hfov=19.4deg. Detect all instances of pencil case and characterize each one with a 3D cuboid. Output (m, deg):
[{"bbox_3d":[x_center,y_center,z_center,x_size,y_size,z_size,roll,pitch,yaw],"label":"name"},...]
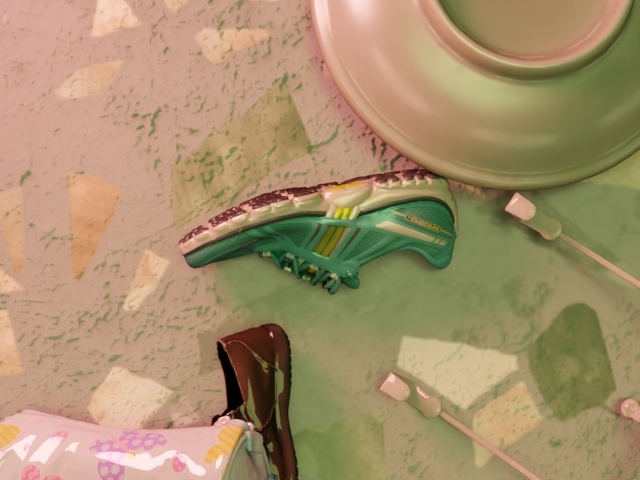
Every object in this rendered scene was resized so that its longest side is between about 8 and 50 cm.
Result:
[{"bbox_3d":[-0.183,0.225,1.747,0.273,0.113,0.124,0,94,22],"label":"pencil case"}]

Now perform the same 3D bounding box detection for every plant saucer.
[{"bbox_3d":[0.192,-0.251,1.813,0.401,0.100,0.400,1,78,-7],"label":"plant saucer"}]

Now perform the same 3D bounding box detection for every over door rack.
[{"bbox_3d":[0.263,0.137,1.814,0.324,0.108,0.239,34,91,14],"label":"over door rack"}]

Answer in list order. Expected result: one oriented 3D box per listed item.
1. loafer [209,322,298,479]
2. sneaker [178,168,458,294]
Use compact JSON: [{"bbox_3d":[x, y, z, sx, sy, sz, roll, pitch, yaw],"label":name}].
[{"bbox_3d":[-0.072,0.190,1.808,0.078,0.080,0.220,2,76,-22],"label":"loafer"},{"bbox_3d":[0.000,0.000,1.821,0.275,0.107,0.110,-8,95,-2],"label":"sneaker"}]
